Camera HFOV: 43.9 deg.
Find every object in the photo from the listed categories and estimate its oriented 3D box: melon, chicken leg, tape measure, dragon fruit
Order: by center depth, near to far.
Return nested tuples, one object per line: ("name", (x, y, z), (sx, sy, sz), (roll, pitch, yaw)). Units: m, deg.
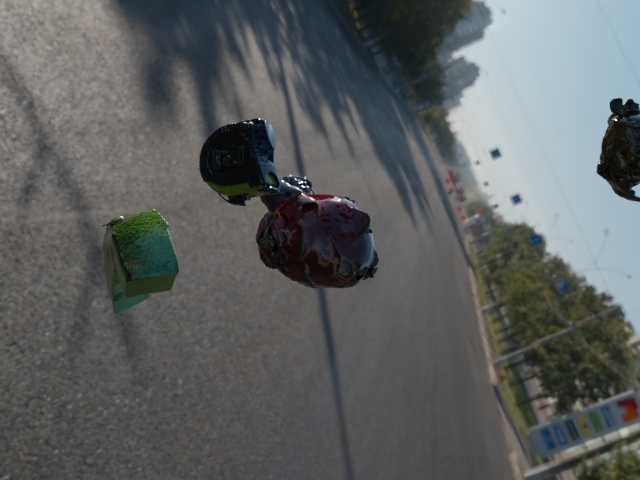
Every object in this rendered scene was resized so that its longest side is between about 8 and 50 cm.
("melon", (-0.227, 0.025, 0.960), (0.209, 0.064, 0.118), (-47, -122, 62))
("chicken leg", (0.704, -0.188, 1.798), (0.361, 0.140, 0.211), (20, 74, -68))
("dragon fruit", (0.003, 0.001, 1.800), (0.315, 0.250, 0.250), (21, 28, -16))
("tape measure", (-0.194, -0.180, 1.862), (0.112, 0.186, 0.199), (16, 65, -62))

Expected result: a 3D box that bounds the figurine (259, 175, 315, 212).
("figurine", (-0.078, -0.111, 2.116), (0.222, 0.145, 0.145), (34, 34, -76))
